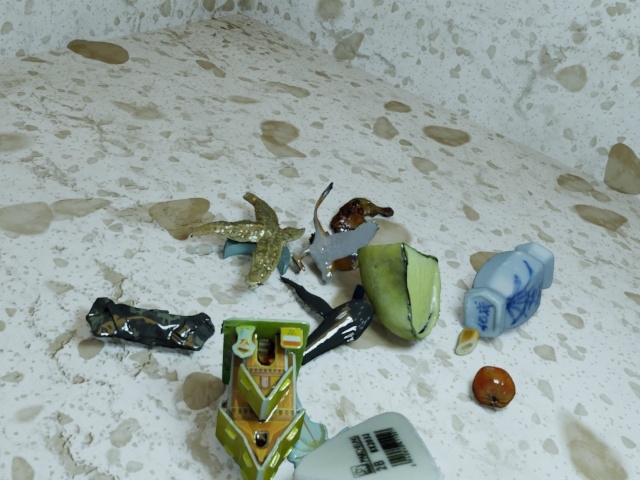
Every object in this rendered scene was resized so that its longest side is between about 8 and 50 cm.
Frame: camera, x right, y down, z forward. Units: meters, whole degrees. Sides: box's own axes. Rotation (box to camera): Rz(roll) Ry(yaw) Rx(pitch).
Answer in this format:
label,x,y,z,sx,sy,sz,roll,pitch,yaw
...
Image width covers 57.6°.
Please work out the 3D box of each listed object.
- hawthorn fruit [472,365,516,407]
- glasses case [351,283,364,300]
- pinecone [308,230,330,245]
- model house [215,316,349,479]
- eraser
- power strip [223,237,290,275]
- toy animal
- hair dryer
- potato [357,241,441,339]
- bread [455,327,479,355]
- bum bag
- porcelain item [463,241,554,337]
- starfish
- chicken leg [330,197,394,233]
label,x,y,z,sx,sy,sz,roll,pitch,yaw
hawthorn fruit,0.502,0.423,1.692,0.128,0.128,0.128,11,36,-8
glasses case,0.125,0.180,1.927,0.033,0.023,0.083,24,38,1
pinecone,0.000,0.000,2.076,0.083,0.077,0.077,-7,30,22
model house,-0.074,0.393,1.352,0.340,0.300,0.324,4,48,-8
eraser,0.145,0.530,1.268,0.331,0.150,0.331,-5,14,1
power strip,-0.220,0.028,1.960,0.253,0.054,0.167,17,33,-1
toy animal,0.012,-0.018,1.968,0.302,0.225,0.284,-35,73,-18
hair dryer,-0.039,0.217,1.783,0.303,0.120,0.359,-30,46,-29
potato,0.232,0.170,1.828,0.212,0.280,0.330,-5,-12,31
bread,0.470,0.326,1.853,0.062,0.049,0.103,0,31,25
bum bag,-0.452,0.232,1.565,0.340,0.095,0.144,13,32,-19
porcelain item,0.644,0.164,1.992,0.178,0.243,0.405,18,34,40
starfish,-0.229,-0.020,1.912,0.324,0.082,0.432,30,38,10
chicken leg,0.160,-0.092,2.265,0.177,0.083,0.322,36,41,10
